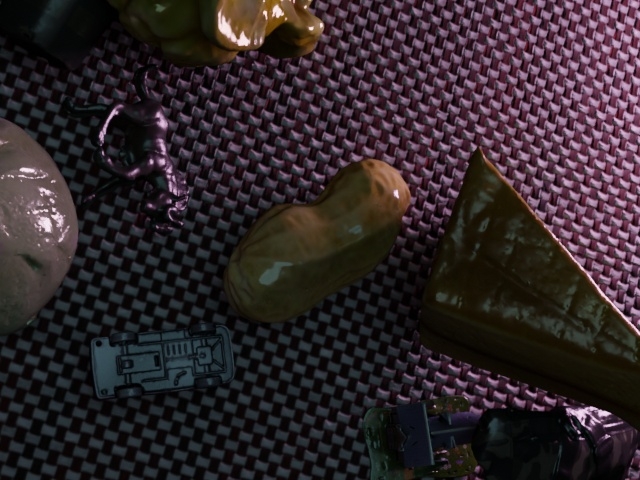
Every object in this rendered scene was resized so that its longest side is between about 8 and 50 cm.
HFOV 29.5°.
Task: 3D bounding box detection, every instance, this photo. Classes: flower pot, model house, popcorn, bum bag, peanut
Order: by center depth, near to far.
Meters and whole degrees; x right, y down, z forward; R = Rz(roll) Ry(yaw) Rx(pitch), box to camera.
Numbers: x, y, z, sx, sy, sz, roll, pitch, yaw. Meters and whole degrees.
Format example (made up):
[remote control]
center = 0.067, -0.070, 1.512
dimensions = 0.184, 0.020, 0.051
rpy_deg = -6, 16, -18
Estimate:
[flower pot]
center = -0.347, -0.288, 1.569
dimensions = 0.157, 0.157, 0.107
rpy_deg = 29, 83, -11
[popcorn]
center = -0.149, -0.365, 1.584
dimensions = 0.334, 0.293, 0.292
rpy_deg = -24, 124, -43
[peanut]
center = 0.000, 0.000, 1.629
dimensions = 0.305, 0.147, 0.147
rpy_deg = -30, 90, -22
[model house]
center = 0.152, 0.270, 1.649
dimensions = 0.167, 0.088, 0.117
rpy_deg = -3, 80, -19
[bum bag]
center = 0.335, 0.288, 1.671
dimensions = 0.340, 0.095, 0.144
rpy_deg = -1, 93, -40

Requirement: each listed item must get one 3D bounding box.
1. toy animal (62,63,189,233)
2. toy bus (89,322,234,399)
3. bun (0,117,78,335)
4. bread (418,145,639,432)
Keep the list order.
[toy animal]
center = -0.248, -0.119, 1.612
dimensions = 0.148, 0.084, 0.233
rpy_deg = -2, 73, -36
[toy bus]
center = -0.204, 0.155, 1.555
dimensions = 0.178, 0.098, 0.087
rpy_deg = -5, 80, -16
[bun]
center = -0.436, -0.026, 1.465
dimensions = 0.293, 0.187, 0.293
rpy_deg = 4, 76, -16
[bread]
center = 0.326, 0.080, 1.608
dimensions = 0.361, 0.233, 0.245
rpy_deg = 20, 72, 11
